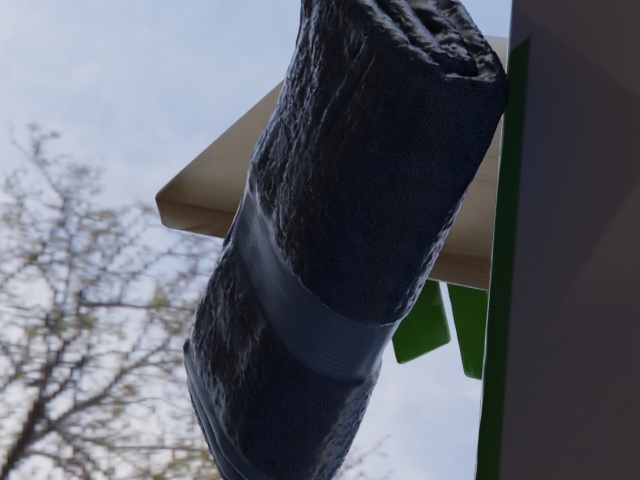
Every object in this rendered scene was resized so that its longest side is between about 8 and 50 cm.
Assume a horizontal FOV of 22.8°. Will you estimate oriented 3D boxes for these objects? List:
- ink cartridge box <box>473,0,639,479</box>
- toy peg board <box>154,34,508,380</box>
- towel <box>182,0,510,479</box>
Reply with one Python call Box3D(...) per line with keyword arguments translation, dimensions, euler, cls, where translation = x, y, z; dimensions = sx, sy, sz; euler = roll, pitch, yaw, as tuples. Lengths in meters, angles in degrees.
Box3D(translation=(0.177, -0.023, 0.390), dimensions=(0.117, 0.278, 0.201), euler=(3, -92, 48), cls="ink cartridge box")
Box3D(translation=(0.044, -0.017, 0.684), dimensions=(0.161, 0.160, 0.079), euler=(11, -51, 32), cls="toy peg board")
Box3D(translation=(0.000, 0.000, 0.350), dimensions=(0.119, 0.029, 0.067), euler=(-66, -151, 27), cls="towel")
